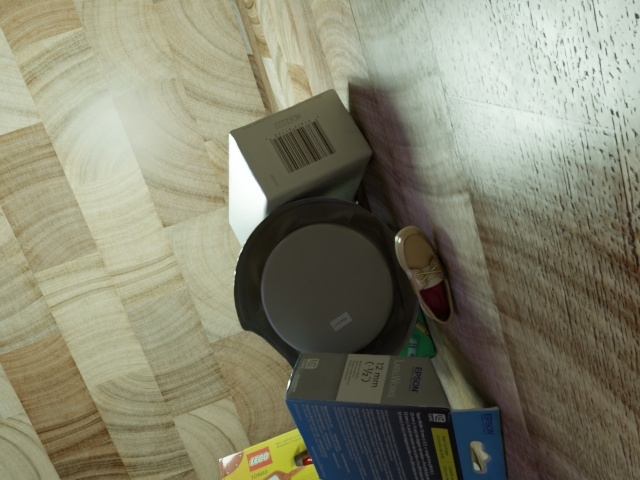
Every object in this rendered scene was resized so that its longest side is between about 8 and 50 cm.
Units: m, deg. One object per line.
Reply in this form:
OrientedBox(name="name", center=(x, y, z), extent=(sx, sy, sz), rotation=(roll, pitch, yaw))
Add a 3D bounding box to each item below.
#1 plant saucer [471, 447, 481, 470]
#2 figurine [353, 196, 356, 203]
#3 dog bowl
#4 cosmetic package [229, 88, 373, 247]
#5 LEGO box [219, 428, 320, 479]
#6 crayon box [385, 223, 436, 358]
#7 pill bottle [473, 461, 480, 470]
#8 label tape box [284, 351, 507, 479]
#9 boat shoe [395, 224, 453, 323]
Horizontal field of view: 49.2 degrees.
OrientedBox(name="plant saucer", center=(0.295, 0.435, 1.375), extent=(0.083, 0.015, 0.084), rotation=(160, 90, -85))
OrientedBox(name="figurine", center=(0.034, -0.119, 1.733), extent=(0.210, 0.092, 0.215), rotation=(59, 170, 24))
OrientedBox(name="dog bowl", center=(0.016, 0.091, 1.314), extent=(0.102, 0.348, 0.349), rotation=(-23, -87, -77))
OrientedBox(name="cosmetic package", center=(-0.061, -0.103, 1.478), extent=(0.162, 0.230, 0.453), rotation=(60, 163, 15))
OrientedBox(name="LEGO box", center=(0.073, 0.590, 1.587), extent=(0.193, 0.499, 0.373), rotation=(-119, 11, -58))
OrientedBox(name="crayon box", center=(0.138, 0.112, 1.435), extent=(0.165, 0.081, 0.279), rotation=(147, 103, -85))
OrientedBox(name="pill bottle", center=(0.287, 0.478, 1.325), extent=(0.067, 0.067, 0.120), rotation=(-119, 10, -61))
OrientedBox(name="label tape box", center=(0.141, 0.317, 1.203), extent=(0.115, 0.347, 0.249), rotation=(-71, -28, -46))
OrientedBox(name="boat shoe", center=(0.166, 0.055, 1.069), extent=(0.170, 0.063, 0.059), rotation=(62, 176, -25))
